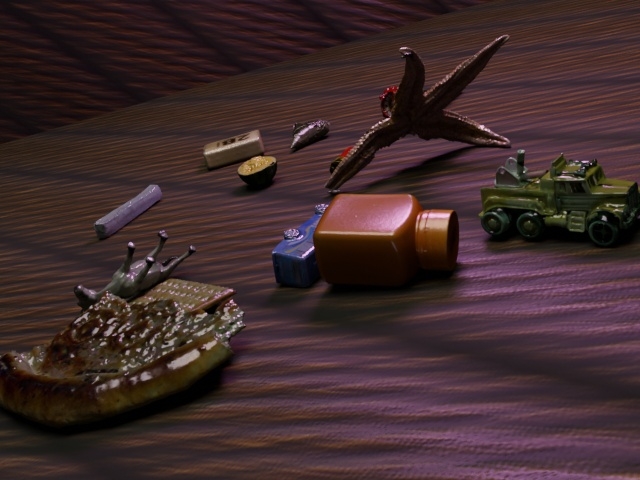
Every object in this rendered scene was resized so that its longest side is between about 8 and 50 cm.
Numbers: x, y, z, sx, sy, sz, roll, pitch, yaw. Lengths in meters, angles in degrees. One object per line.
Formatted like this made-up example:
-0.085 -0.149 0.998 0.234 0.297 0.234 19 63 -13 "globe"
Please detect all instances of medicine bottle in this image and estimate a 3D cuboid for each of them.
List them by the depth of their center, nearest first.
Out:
0.114 -0.002 1.293 0.222 0.112 0.149 2 34 21 "medicine bottle"

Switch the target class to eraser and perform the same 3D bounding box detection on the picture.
-0.253 -0.266 2.233 0.172 0.058 0.117 -16 22 1 "eraser"

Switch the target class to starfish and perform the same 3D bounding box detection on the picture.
0.233 -0.270 1.694 0.398 0.383 0.132 -1 51 -19 "starfish"

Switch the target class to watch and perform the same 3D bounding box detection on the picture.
0.284 -0.413 2.205 0.165 0.102 0.268 1 20 37 "watch"

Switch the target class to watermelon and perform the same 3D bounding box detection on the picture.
-0.156 -0.173 1.948 0.106 0.062 0.105 -14 30 9 "watermelon"

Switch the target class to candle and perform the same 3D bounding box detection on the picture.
0.069 -0.194 1.867 0.052 0.052 0.130 -3 24 28 "candle"

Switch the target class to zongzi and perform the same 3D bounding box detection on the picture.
-0.028 -0.297 2.175 0.109 0.055 0.119 -9 35 11 "zongzi"

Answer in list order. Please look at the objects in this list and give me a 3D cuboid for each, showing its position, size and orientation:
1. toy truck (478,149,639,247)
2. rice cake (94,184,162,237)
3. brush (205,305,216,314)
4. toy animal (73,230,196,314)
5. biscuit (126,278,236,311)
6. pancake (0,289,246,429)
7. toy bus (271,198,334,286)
0.396 -0.080 1.276 0.260 0.135 0.128 12 33 38 "toy truck"
-0.491 -0.076 1.963 0.042 0.045 0.245 0 27 28 "rice cake"
-0.276 0.141 1.359 0.194 0.016 0.063 -15 20 1 "brush"
-0.360 0.070 1.487 0.176 0.073 0.217 -47 -15 30 "toy animal"
-0.267 0.108 1.401 0.139 0.016 0.231 -29 20 -34 "biscuit"
-0.324 0.172 1.208 0.427 0.066 0.305 -1 36 33 "pancake"
0.002 0.003 1.432 0.094 0.079 0.236 18 37 28 "toy bus"
